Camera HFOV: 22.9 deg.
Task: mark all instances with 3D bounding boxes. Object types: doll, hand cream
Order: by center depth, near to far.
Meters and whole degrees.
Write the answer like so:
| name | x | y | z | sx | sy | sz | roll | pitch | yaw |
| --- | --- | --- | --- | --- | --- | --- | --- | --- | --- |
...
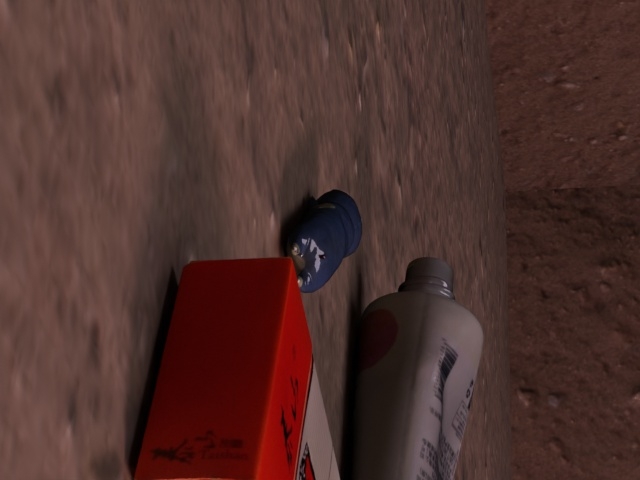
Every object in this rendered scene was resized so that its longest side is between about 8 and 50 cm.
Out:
| name | x | y | z | sx | sy | sz | roll | pitch | yaw |
| --- | --- | --- | --- | --- | --- | --- | --- | --- | --- |
| doll | 0.000 | 0.000 | 0.793 | 0.125 | 0.027 | 0.037 | -44 | 130 | -74 |
| hand cream | 0.042 | 0.157 | 0.929 | 0.124 | 0.078 | 0.340 | 75 | 23 | -54 |

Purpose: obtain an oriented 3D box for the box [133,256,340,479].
| name | x | y | z | sx | sy | sz | roll | pitch | yaw |
| --- | --- | --- | --- | --- | --- | --- | --- | --- | --- |
| box | -0.022 | 0.094 | 0.556 | 0.100 | 0.048 | 0.152 | -85 | 170 | -48 |
